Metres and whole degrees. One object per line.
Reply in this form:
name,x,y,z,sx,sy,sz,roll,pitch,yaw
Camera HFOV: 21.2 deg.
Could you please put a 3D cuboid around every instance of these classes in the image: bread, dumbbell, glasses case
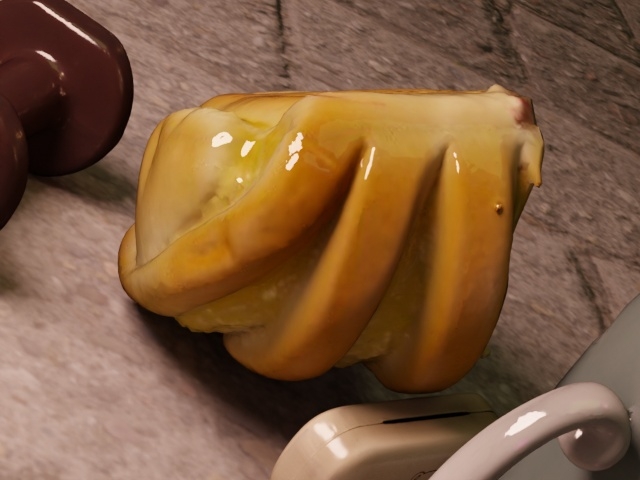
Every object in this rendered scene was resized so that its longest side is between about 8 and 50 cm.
bread,0.000,0.000,1.165,0.270,0.211,0.315,-3,3,-16
dumbbell,-0.228,-0.085,1.171,0.140,0.124,0.225,34,26,2
glasses case,0.050,0.146,1.142,0.196,0.083,0.050,-1,46,-48

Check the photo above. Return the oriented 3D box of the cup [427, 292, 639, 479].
cup,0.210,0.166,1.073,0.356,0.274,0.259,14,31,-37
